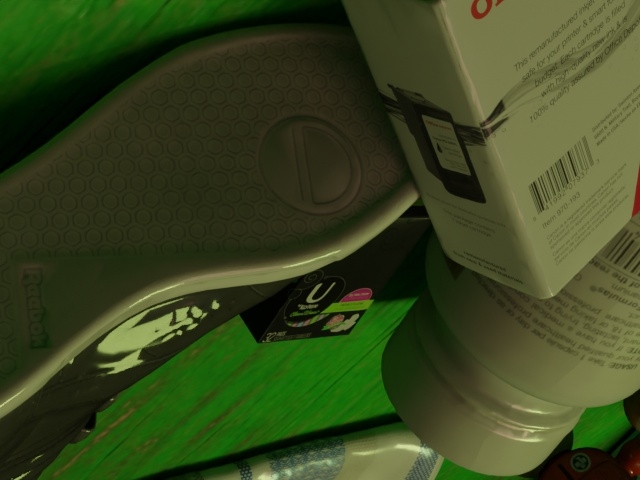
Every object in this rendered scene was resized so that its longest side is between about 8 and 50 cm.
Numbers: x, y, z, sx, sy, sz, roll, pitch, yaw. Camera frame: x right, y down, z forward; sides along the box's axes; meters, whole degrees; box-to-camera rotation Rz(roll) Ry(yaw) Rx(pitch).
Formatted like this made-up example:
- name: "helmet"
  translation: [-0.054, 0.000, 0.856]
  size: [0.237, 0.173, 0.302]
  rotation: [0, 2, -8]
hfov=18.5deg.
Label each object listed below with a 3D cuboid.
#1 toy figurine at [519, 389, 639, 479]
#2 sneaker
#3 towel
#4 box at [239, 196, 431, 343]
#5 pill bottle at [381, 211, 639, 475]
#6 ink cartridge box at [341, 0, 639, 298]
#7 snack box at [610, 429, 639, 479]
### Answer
- name: "toy figurine"
  translation: [0.165, 0.182, 1.256]
  size: [0.209, 0.148, 0.213]
  rotation: [-12, 143, -44]
- name: "sneaker"
  translation: [-0.080, 0.012, 0.808]
  size: [0.295, 0.105, 0.147]
  rotation: [-30, 169, -24]
- name: "towel"
  translation: [-0.067, 0.196, 1.150]
  size: [0.285, 0.034, 0.209]
  rotation: [-10, 143, -35]
- name: "box"
  translation: [0.000, 0.000, 0.899]
  size: [0.062, 0.052, 0.083]
  rotation: [-3, 138, -44]
- name: "pill bottle"
  translation: [0.125, 0.005, 0.950]
  size: [0.131, 0.131, 0.229]
  rotation: [-5, 141, -40]
- name: "ink cartridge box"
  translation: [0.082, -0.072, 0.759]
  size: [0.109, 0.063, 0.150]
  rotation: [-42, 130, -22]
- name: "snack box"
  translation: [0.231, 0.227, 1.462]
  size: [0.187, 0.060, 0.322]
  rotation: [6, 133, -48]
